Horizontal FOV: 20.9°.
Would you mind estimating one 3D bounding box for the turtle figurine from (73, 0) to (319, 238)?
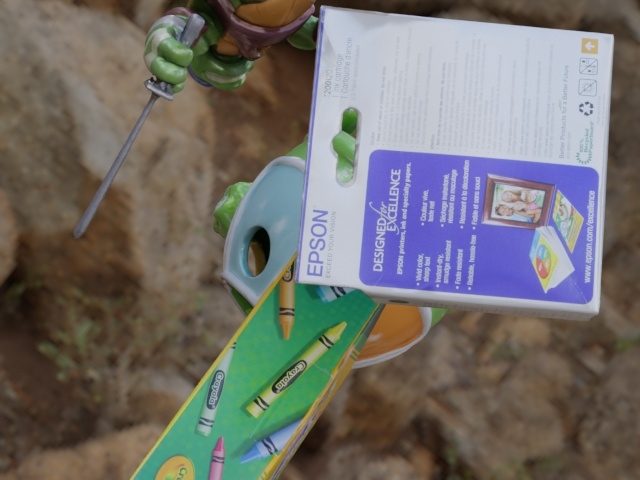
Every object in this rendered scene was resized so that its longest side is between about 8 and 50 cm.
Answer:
[{"bbox_3d":[-0.017,-0.136,1.215,0.198,0.275,0.266,22,-39,-11],"label":"turtle figurine"}]

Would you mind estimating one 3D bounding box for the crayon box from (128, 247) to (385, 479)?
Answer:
[{"bbox_3d":[-0.059,0.143,1.320,0.081,0.278,0.165,33,-30,5],"label":"crayon box"}]

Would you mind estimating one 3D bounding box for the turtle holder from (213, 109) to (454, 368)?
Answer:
[{"bbox_3d":[0.001,-0.005,1.843,0.320,0.227,0.243,46,-11,25],"label":"turtle holder"}]

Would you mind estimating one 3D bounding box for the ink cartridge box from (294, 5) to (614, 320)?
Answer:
[{"bbox_3d":[0.093,-0.054,1.197,0.208,0.206,0.045,6,-16,0],"label":"ink cartridge box"}]
